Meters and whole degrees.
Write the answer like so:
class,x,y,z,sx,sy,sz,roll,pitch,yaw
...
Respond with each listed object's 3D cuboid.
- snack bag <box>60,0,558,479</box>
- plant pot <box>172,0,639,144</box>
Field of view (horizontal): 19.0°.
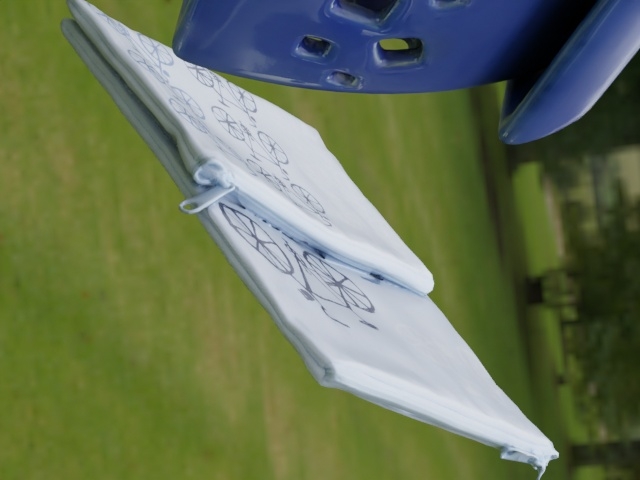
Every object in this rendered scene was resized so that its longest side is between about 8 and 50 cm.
class,x,y,z,sx,sy,sz,roll,pitch,yaw
snack bag,0.000,0.000,1.266,0.342,0.037,0.323,53,14,32
plant pot,0.077,-0.200,0.904,0.236,0.212,0.236,123,-15,-54
